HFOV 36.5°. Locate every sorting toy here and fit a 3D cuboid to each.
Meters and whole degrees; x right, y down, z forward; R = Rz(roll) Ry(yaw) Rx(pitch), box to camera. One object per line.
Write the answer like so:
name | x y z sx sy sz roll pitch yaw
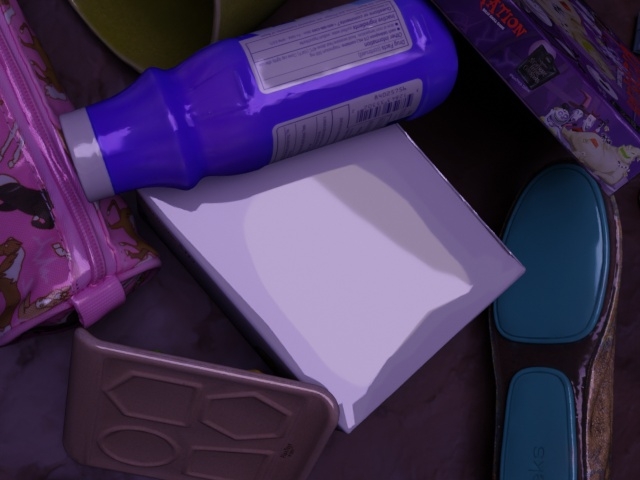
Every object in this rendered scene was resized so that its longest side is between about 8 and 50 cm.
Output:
sorting toy | -0.103 0.146 0.789 0.208 0.193 0.038 16 49 -5

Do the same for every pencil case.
pencil case | -0.269 -0.102 0.793 0.160 0.167 0.386 -25 89 7

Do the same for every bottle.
bottle | -0.045 -0.102 0.711 0.282 0.118 0.092 -19 84 -11

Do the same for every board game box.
board game box | 0.200 -0.168 0.817 0.056 0.347 0.208 -38 93 26

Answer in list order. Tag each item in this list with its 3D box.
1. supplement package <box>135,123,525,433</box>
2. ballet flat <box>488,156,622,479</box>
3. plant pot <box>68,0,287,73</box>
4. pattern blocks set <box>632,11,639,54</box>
supplement package | 0.000 0.000 0.837 0.204 0.145 0.262 -41 89 -13
ballet flat | 0.216 0.104 0.877 0.123 0.123 0.349 7 82 -8
plant pot | -0.070 -0.324 0.836 0.293 0.275 0.275 -37 89 -29
pattern blocks set | 0.489 -0.230 1.010 0.324 0.026 0.285 23 79 -5
